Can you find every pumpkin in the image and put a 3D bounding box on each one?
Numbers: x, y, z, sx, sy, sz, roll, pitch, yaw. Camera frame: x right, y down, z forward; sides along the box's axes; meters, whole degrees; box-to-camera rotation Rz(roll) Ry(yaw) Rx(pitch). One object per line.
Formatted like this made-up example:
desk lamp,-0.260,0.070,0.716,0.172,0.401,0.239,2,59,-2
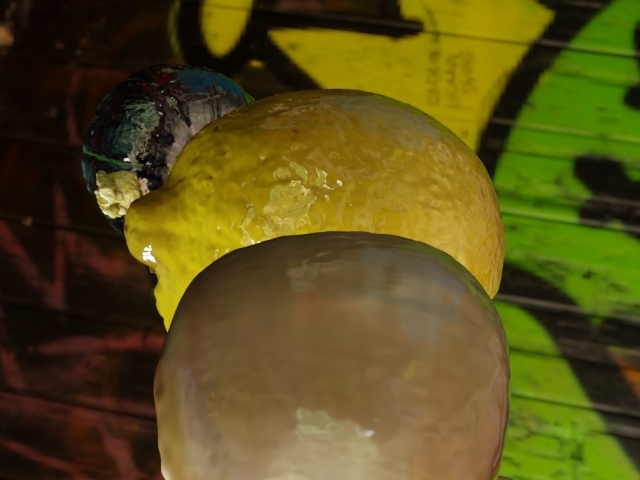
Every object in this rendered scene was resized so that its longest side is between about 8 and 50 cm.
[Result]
pumpkin,-0.223,-0.122,2.069,0.238,0.315,0.315,26,113,57

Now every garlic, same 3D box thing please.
garlic,-0.010,0.087,0.662,0.338,0.151,0.196,-138,57,-81

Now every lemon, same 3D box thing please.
lemon,0.000,0.000,1.068,0.245,0.320,0.245,-178,90,-72

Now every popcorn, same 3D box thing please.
popcorn,-0.279,-0.068,1.812,0.068,0.059,0.083,-58,-30,0

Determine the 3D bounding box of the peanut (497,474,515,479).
peanut,0.221,0.388,1.524,0.233,0.110,0.197,51,-146,-25
